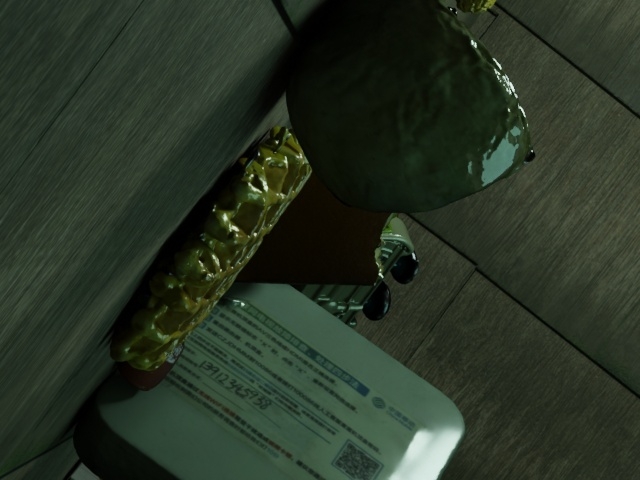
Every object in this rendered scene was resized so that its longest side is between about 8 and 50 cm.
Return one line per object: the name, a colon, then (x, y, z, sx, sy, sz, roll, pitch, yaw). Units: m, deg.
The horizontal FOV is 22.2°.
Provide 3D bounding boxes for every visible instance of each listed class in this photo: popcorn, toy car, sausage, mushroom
popcorn: (0.205, -0.360, 2.297, 0.084, 0.084, 0.084, -53, 178, -3)
toy car: (0.000, 0.000, 2.235, 0.204, 0.198, 0.248, 2, 142, -31)
sausage: (-0.189, 0.128, 1.851, 0.094, 0.054, 0.059, -54, 177, 26)
mushroom: (0.055, -0.141, 1.466, 0.190, 0.164, 0.267, -30, -145, 3)

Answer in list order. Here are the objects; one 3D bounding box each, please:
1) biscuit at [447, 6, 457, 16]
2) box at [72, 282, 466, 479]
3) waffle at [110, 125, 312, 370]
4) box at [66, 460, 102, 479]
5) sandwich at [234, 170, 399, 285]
biscuit: (0.136, -0.230, 2.217, 0.388, 0.073, 0.107, 80, 12, -86)
box: (-0.050, 0.232, 1.984, 0.111, 0.396, 0.396, -57, 175, 39)
waffle: (-0.102, 0.004, 1.687, 0.329, 0.062, 0.329, -52, 177, -4)
box: (-0.247, 0.356, 2.302, 0.135, 0.199, 0.081, -54, 176, -37)
sandwich: (-0.011, 0.000, 1.892, 0.220, 0.186, 0.108, -53, 175, 5)
